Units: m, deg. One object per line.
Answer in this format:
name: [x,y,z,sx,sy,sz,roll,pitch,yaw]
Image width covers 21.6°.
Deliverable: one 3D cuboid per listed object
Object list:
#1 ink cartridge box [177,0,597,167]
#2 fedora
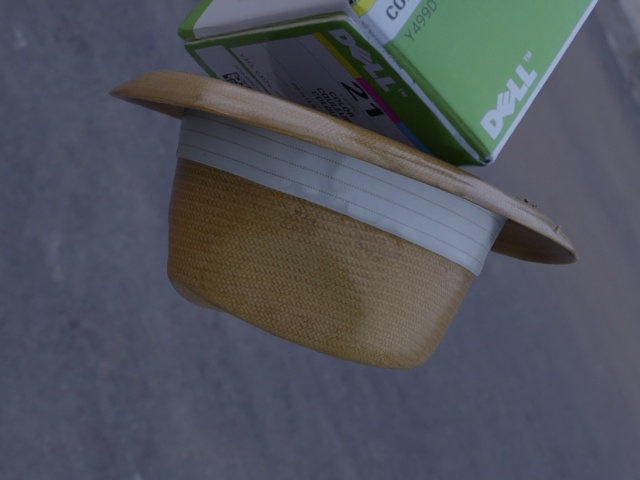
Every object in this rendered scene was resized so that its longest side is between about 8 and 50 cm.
ink cartridge box: [0.085,-0.127,0.666,0.097,0.255,0.189,46,66,-27]
fedora: [0.000,0.000,0.637,0.194,0.194,0.079,25,84,-62]
